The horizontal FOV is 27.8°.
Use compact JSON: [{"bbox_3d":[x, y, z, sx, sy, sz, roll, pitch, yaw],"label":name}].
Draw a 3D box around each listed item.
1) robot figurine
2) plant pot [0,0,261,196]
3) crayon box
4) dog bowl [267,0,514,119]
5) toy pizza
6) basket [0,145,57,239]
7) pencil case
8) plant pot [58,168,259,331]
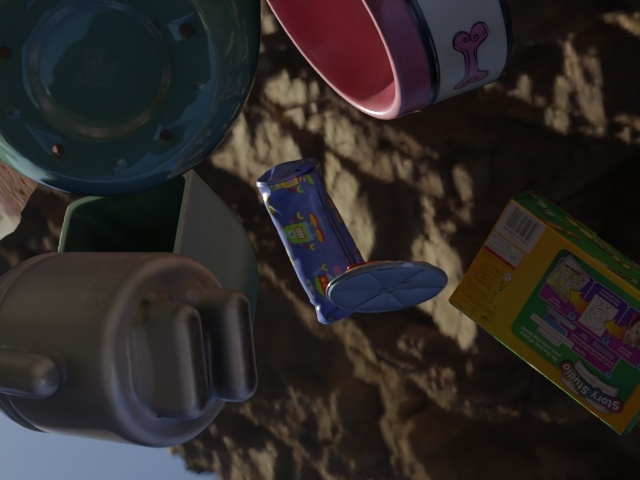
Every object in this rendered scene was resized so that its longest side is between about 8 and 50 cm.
[{"bbox_3d":[-0.229,0.112,1.377,0.354,0.199,0.300,-1,-175,39],"label":"robot figurine"},{"bbox_3d":[-0.183,-0.168,1.088,0.293,0.293,0.235,-18,-157,-2],"label":"plant pot"},{"bbox_3d":[0.316,0.086,1.591,0.278,0.165,0.081,38,-153,20],"label":"crayon box"},{"bbox_3d":[0.051,-0.327,1.603,0.150,0.408,0.408,-36,-144,-12],"label":"dog bowl"},{"bbox_3d":[0.108,0.068,2.123,0.201,0.201,0.032,-11,-115,10],"label":"toy pizza"},{"bbox_3d":[-0.570,-0.106,1.648,0.331,0.328,0.266,-32,-163,15],"label":"basket"},{"bbox_3d":[0.000,0.000,2.293,0.133,0.306,0.119,-14,-163,39],"label":"pencil case"},{"bbox_3d":[-0.225,0.079,1.931,0.248,0.252,0.247,-14,-125,32],"label":"plant pot"}]
